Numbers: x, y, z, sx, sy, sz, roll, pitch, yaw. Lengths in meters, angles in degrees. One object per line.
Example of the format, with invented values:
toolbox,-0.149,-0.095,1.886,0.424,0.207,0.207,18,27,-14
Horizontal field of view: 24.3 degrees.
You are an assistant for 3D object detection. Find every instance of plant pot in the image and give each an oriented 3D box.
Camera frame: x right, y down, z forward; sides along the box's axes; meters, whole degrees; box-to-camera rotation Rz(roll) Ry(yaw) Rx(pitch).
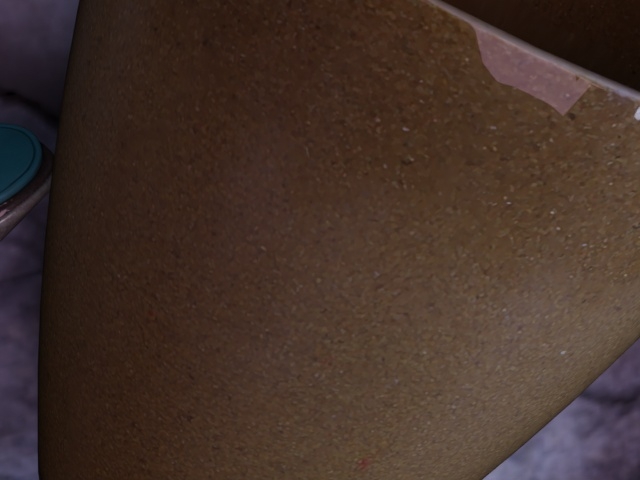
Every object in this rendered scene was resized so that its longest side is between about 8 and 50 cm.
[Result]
plant pot,0.000,0.000,0.509,0.237,0.237,0.254,17,118,-24

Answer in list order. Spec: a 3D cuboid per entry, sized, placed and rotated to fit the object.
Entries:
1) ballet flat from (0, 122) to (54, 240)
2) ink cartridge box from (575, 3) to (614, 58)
ballet flat,-0.171,0.007,0.536,0.168,0.057,0.052,-22,143,-7
ink cartridge box,0.255,-0.058,0.653,0.239,0.060,0.275,-33,118,1
